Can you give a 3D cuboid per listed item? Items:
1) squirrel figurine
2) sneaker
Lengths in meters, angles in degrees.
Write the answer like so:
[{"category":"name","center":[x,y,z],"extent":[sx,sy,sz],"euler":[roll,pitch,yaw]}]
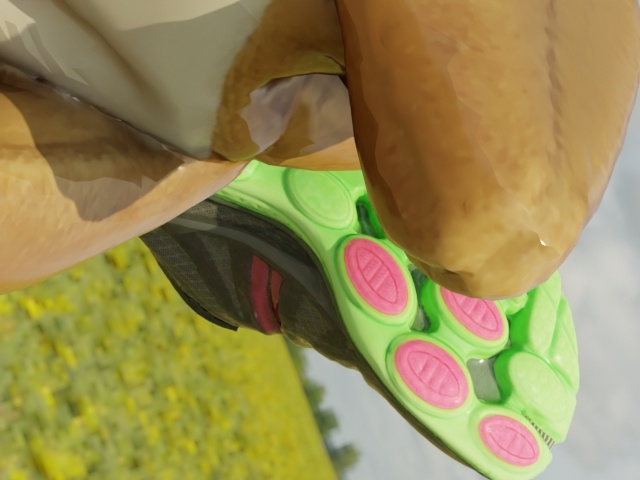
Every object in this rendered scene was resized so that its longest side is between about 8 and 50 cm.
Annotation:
[{"category":"squirrel figurine","center":[-0.091,-0.113,0.678],"extent":[0.281,0.370,0.397],"euler":[51,36,-14]},{"category":"sneaker","center":[0.000,0.000,1.418],"extent":[0.483,0.185,0.202],"euler":[42,-25,11]}]
